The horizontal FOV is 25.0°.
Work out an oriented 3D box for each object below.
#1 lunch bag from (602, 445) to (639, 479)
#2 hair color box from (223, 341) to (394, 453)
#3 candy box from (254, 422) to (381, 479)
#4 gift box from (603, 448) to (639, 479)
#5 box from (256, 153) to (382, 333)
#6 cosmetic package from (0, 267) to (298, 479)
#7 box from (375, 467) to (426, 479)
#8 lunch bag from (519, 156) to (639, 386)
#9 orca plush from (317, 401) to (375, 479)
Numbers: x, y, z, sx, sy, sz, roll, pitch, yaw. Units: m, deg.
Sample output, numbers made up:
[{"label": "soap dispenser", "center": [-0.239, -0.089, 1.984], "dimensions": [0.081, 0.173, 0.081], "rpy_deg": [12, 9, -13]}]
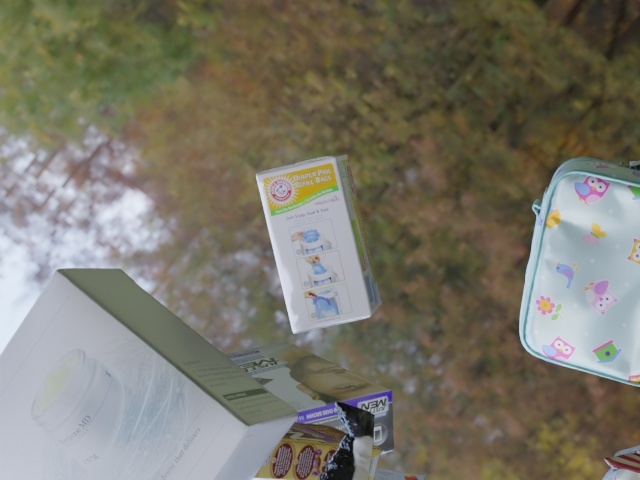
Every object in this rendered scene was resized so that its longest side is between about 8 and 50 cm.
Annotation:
[{"label": "lunch bag", "center": [0.378, 0.289, 1.774], "dimensions": [0.053, 0.083, 0.071], "rpy_deg": [38, -156, 9]}, {"label": "hair color box", "center": [-0.051, 0.256, 2.263], "dimensions": [0.185, 0.110, 0.339], "rpy_deg": [-10, -164, -29]}, {"label": "candy box", "center": [-0.033, 0.254, 1.750], "dimensions": [0.187, 0.053, 0.109], "rpy_deg": [9, -176, -37]}, {"label": "gift box", "center": [0.362, 0.378, 1.486], "dimensions": [0.276, 0.258, 0.255], "rpy_deg": [37, -169, -12]}, {"label": "box", "center": [0.000, 0.000, 1.804], "dimensions": [0.114, 0.103, 0.203], "rpy_deg": [-32, -71, -79]}, {"label": "cosmetic package", "center": [-0.186, 0.177, 1.285], "dimensions": [0.225, 0.224, 0.138], "rpy_deg": [37, -171, 16]}, {"label": "box", "center": [0.097, 0.462, 2.458], "dimensions": [0.145, 0.038, 0.186], "rpy_deg": [7, -146, 7]}, {"label": "lunch bag", "center": [0.372, 0.032, 1.855], "dimensions": [0.224, 0.279, 0.108], "rpy_deg": [15, -162, 16]}, {"label": "orca plush", "center": [-0.010, 0.308, 1.494], "dimensions": [0.102, 0.287, 0.151], "rpy_deg": [9, 172, 1]}]
